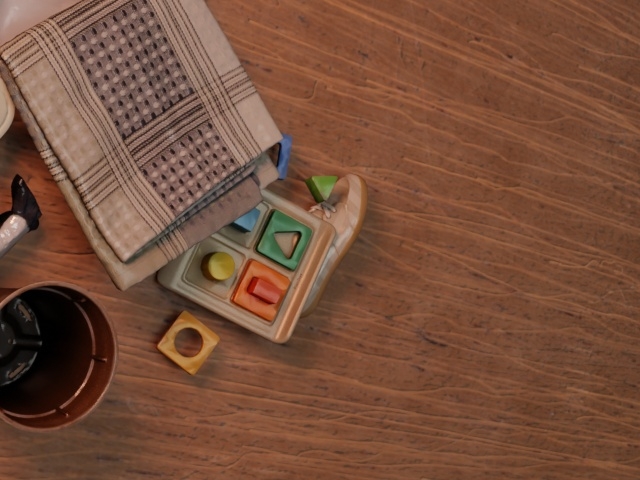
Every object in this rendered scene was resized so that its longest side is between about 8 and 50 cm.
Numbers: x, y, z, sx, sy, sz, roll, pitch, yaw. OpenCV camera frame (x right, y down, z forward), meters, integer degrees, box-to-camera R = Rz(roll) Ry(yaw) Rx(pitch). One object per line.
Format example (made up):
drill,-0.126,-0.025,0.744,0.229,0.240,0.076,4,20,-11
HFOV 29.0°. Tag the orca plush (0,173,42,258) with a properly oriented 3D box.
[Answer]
orca plush,-0.442,0.022,1.375,0.102,0.151,0.287,41,70,3

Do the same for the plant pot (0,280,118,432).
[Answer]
plant pot,-0.341,0.123,1.413,0.167,0.165,0.167,-2,94,-35

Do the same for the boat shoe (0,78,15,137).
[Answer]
boat shoe,-0.475,-0.086,1.347,0.305,0.091,0.109,-42,133,-26

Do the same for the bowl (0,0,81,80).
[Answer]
bowl,-0.342,-0.247,1.456,0.142,0.053,0.142,16,84,-36

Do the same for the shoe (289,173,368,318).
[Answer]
shoe,0.000,0.000,1.708,0.058,0.076,0.219,34,75,-38

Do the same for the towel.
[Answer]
towel,-0.197,-0.145,1.483,0.312,0.056,0.324,-40,110,-41

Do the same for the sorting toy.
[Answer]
sorting toy,-0.092,0.018,1.625,0.196,0.047,0.348,28,76,-15
